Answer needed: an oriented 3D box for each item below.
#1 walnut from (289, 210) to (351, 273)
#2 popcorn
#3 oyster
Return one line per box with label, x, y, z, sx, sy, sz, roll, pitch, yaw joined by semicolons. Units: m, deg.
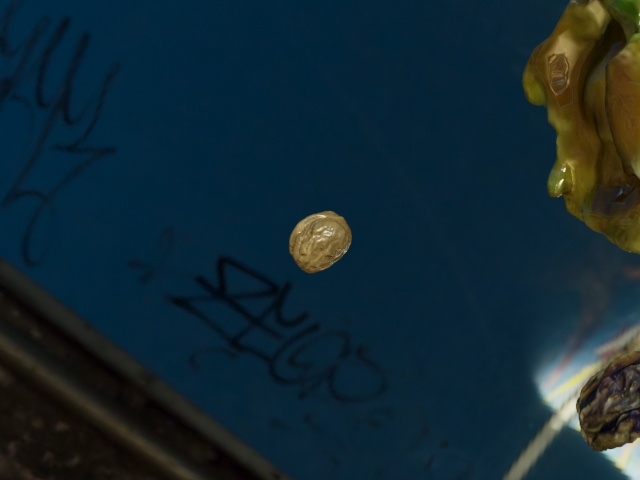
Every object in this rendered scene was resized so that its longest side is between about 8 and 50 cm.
walnut;0.000;0.000;1.775;0.082;0.096;0.079;40;17;-18
popcorn;0.254;-0.088;0.710;0.258;0.270;0.224;-33;-100;25
oyster;0.375;0.161;1.348;0.271;0.100;0.275;-25;-16;27
